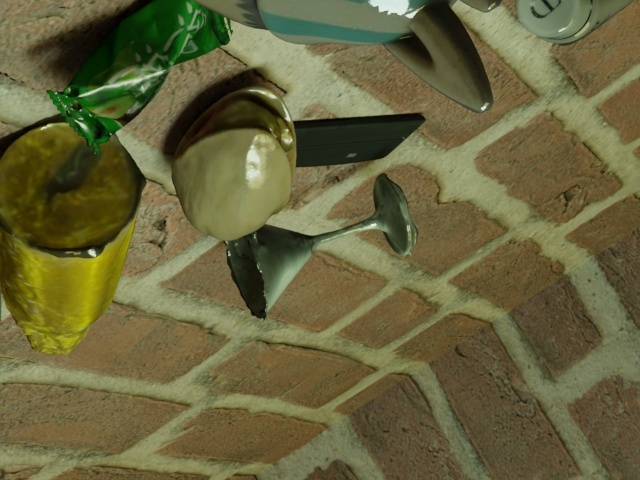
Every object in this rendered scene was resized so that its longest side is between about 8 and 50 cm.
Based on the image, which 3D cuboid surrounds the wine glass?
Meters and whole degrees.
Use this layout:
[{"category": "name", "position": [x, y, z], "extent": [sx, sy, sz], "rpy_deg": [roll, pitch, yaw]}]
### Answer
[{"category": "wine glass", "position": [0.000, 0.000, 2.355], "extent": [0.232, 0.156, 0.156], "rpy_deg": [-18, 160, -16]}]

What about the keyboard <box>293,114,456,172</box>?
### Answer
[{"category": "keyboard", "position": [0.064, -0.128, 2.341], "extent": [0.381, 0.041, 0.103], "rpy_deg": [0, 146, -47]}]

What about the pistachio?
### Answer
[{"category": "pistachio", "position": [-0.098, -0.084, 2.034], "extent": [0.144, 0.144, 0.215], "rpy_deg": [-21, 151, -26]}]

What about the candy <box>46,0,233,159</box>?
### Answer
[{"category": "candy", "position": [-0.171, -0.180, 1.740], "extent": [0.203, 0.078, 0.141], "rpy_deg": [-40, 175, -7]}]

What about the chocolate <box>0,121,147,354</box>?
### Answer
[{"category": "chocolate", "position": [-0.295, 0.031, 1.989], "extent": [0.162, 0.162, 0.445], "rpy_deg": [-24, 163, -20]}]

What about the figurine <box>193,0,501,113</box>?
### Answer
[{"category": "figurine", "position": [0.019, -0.229, 1.408], "extent": [0.266, 0.377, 0.361], "rpy_deg": [-38, 160, 24]}]

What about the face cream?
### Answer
[{"category": "face cream", "position": [0.321, -0.292, 2.238], "extent": [0.143, 0.089, 0.314], "rpy_deg": [-36, 173, 21]}]
